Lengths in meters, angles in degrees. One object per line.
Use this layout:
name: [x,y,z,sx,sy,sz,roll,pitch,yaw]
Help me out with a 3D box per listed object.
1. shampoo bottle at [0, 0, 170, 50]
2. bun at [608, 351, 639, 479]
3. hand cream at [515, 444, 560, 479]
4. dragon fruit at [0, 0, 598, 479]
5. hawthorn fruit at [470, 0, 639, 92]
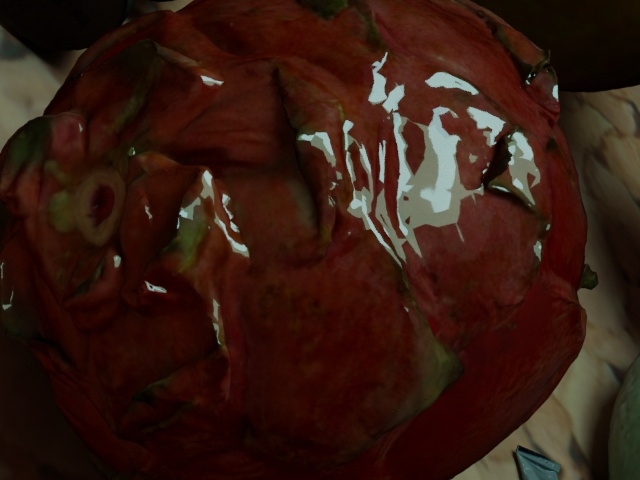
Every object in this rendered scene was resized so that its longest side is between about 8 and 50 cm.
shampoo bottle: [-0.089,-0.213,1.004,0.129,0.084,0.323,38,36,-12]
bun: [0.302,0.145,1.019,0.293,0.187,0.293,33,36,-28]
hand cream: [0.118,0.147,0.959,0.030,0.019,0.093,24,35,-30]
dragon fruit: [-0.010,0.002,0.767,0.241,0.241,0.252,51,19,2]
hawthorn fruit: [0.167,-0.214,1.157,0.301,0.268,0.267,18,45,-44]
